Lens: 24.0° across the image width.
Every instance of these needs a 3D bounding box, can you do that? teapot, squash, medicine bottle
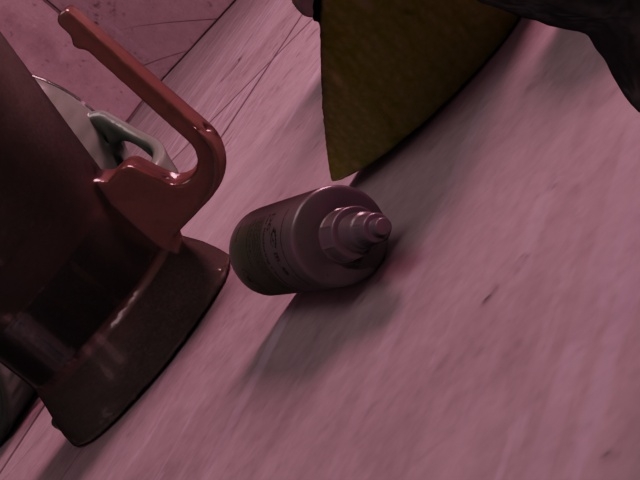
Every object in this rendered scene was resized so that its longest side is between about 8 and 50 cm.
[{"bbox_3d":[-0.246,-0.037,1.167,0.300,0.344,0.253,-46,13,18],"label":"teapot"},{"bbox_3d":[0.059,-0.184,0.978,0.237,0.155,0.204,-57,15,-27],"label":"squash"},{"bbox_3d":[0.000,0.000,0.838,0.058,0.057,0.199,-53,13,-14],"label":"medicine bottle"}]

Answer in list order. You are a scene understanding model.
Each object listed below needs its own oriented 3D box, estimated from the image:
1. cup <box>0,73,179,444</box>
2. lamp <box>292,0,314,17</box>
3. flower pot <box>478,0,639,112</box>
[{"bbox_3d":[-0.369,0.002,1.643,0.401,0.310,0.392,-44,18,35],"label":"cup"},{"bbox_3d":[0.064,-0.326,1.360,0.247,0.247,0.301,-11,-5,-7],"label":"lamp"},{"bbox_3d":[0.125,-0.178,0.452,0.299,0.299,0.283,-50,20,0],"label":"flower pot"}]
